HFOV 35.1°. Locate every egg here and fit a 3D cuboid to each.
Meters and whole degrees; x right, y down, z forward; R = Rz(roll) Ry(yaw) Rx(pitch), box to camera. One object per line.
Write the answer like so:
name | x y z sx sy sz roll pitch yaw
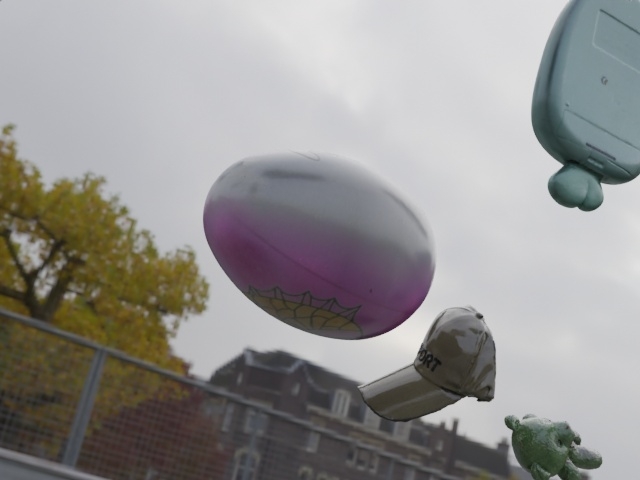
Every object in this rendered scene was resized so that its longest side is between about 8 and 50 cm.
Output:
egg | 0.000 0.000 1.072 0.271 0.196 0.196 30 -26 -23

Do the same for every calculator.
calculator | 0.339 -0.173 1.222 0.184 0.295 0.042 23 -16 -24

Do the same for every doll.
doll | 0.303 0.257 1.289 0.150 0.115 0.077 14 -56 -46

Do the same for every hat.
hat | 0.127 0.148 1.226 0.175 0.085 0.147 -19 21 -9
